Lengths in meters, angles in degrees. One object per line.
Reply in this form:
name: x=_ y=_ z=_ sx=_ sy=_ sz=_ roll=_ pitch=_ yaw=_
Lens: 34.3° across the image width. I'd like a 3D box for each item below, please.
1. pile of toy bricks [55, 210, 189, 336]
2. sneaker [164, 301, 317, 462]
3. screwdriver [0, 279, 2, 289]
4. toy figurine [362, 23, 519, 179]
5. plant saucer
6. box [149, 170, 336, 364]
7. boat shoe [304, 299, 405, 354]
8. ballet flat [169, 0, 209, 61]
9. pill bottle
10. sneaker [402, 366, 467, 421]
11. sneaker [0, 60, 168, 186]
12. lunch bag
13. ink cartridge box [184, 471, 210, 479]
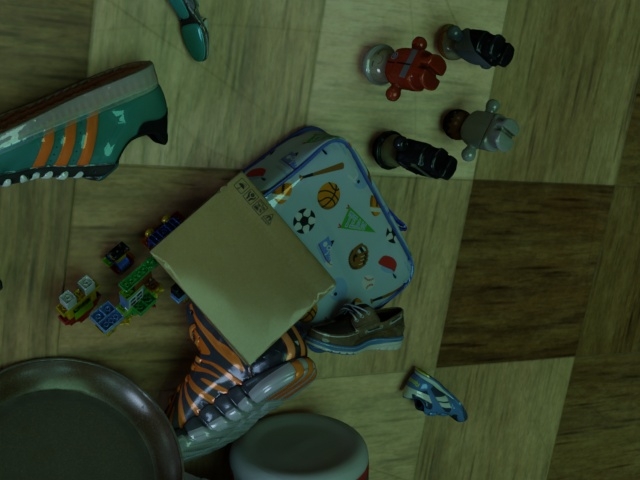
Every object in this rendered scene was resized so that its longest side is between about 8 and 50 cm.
pile of toy bricks: x=-0.242 y=0.067 z=1.402 sx=0.212 sy=0.118 sz=0.105 roll=-41 pitch=163 yaw=-26
sneaker: x=-0.159 y=0.191 z=1.481 sx=0.321 sy=0.180 sz=0.125 roll=-36 pitch=160 yaw=19
screwdriver: x=-0.480 y=0.082 z=1.294 sx=0.170 sy=0.024 sz=0.025 roll=-24 pitch=90 yaw=-21
toy figurine: x=0.176 y=-0.207 z=1.533 sx=0.210 sy=0.148 sz=0.213 roll=-25 pitch=117 yaw=-29
plant saucer: x=-0.331 y=0.298 z=1.340 sx=0.311 sy=0.310 sz=0.050 roll=-2 pitch=147 yaw=-32
box: x=-0.100 y=0.036 z=1.366 sx=0.164 sy=0.021 sz=0.201 roll=-42 pitch=100 yaw=-14
boat shoe: x=0.050 y=0.120 z=1.479 sx=0.183 sy=0.066 sz=0.066 roll=0 pitch=105 yaw=-47
ballet flat: x=-0.165 y=-0.290 z=1.349 sx=0.041 sy=0.041 sz=0.114 roll=-33 pitch=123 yaw=-18
pill bottle: x=-0.032 y=0.469 z=1.598 sx=0.210 sy=0.210 sz=0.362 roll=-11 pitch=113 yaw=-29
sneaker: x=0.193 y=0.273 z=1.768 sx=0.144 sy=0.053 sz=0.059 roll=41 pitch=82 yaw=-27
sneaker: x=-0.318 y=-0.112 z=1.272 sx=0.302 sy=0.108 sz=0.121 roll=-28 pitch=115 yaw=-23
lunch bag: x=0.000 y=0.000 z=1.512 sx=0.243 sy=0.115 sz=0.303 roll=-40 pitch=123 yaw=-17
ink cartridge box: x=-0.122 y=0.472 z=1.448 sx=0.119 sy=0.354 sz=0.207 roll=-23 pitch=121 yaw=-53
